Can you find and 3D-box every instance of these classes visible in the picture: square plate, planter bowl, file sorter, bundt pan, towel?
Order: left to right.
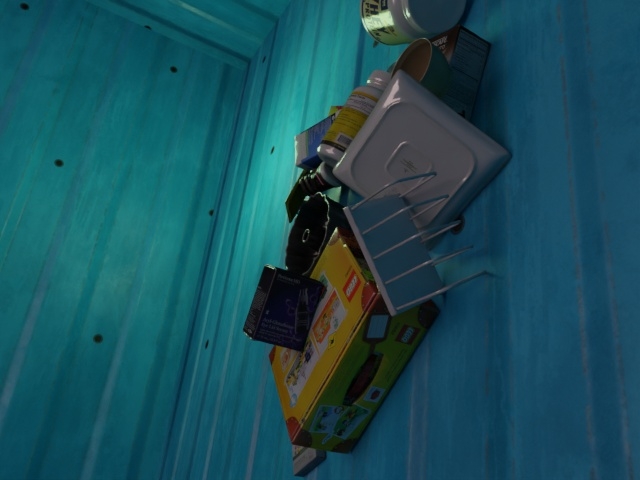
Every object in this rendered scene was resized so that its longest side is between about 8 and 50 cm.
[{"bbox_3d":[-0.078,-0.175,2.137,0.237,0.021,0.102,-64,-28,-45],"label":"towel"},{"bbox_3d":[0.000,0.000,2.014,0.331,0.124,0.330,-47,33,45],"label":"bundt pan"},{"bbox_3d":[0.234,-0.189,1.438,0.344,0.347,0.049,-55,-10,33],"label":"square plate"},{"bbox_3d":[0.224,-0.002,1.316,0.173,0.193,0.277,-35,76,48],"label":"file sorter"},{"bbox_3d":[0.272,-0.423,1.464,0.162,0.109,0.162,-40,40,45],"label":"planter bowl"}]

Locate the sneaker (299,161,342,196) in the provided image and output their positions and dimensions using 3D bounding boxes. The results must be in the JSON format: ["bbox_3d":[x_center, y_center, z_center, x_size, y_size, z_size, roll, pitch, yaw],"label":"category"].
[{"bbox_3d":[-0.006,-0.210,2.033,0.147,0.104,0.296,-27,3,10],"label":"sneaker"}]

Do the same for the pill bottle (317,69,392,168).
[{"bbox_3d":[0.147,-0.381,1.861,0.333,0.188,0.188,-58,24,-4],"label":"pill bottle"}]

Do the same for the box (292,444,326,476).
[{"bbox_3d":[-0.041,0.616,1.764,0.145,0.038,0.186,-52,29,37],"label":"box"}]

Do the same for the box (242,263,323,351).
[{"bbox_3d":[-0.107,0.188,1.592,0.108,0.153,0.206,14,86,66],"label":"box"}]

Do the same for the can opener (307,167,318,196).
[{"bbox_3d":[-0.007,-0.269,2.281,0.280,0.074,0.093,-57,27,29],"label":"can opener"}]

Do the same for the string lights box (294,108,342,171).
[{"bbox_3d":[0.019,-0.365,2.075,0.260,0.077,0.133,-21,63,41],"label":"string lights box"}]

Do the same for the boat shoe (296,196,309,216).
[{"bbox_3d":[-0.061,-0.126,2.260,0.258,0.109,0.088,-2,75,67],"label":"boat shoe"}]

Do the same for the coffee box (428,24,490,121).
[{"bbox_3d":[0.344,-0.421,1.583,0.168,0.119,0.296,0,74,65],"label":"coffee box"}]

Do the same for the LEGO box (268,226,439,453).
[{"bbox_3d":[0.063,0.271,1.595,0.499,0.193,0.372,-62,25,20],"label":"LEGO box"}]

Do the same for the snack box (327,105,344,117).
[{"bbox_3d":[0.087,-0.399,2.127,0.175,0.070,0.206,13,87,48],"label":"snack box"}]

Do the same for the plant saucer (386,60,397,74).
[{"bbox_3d":[0.257,-0.574,2.000,0.119,0.021,0.119,-47,33,44],"label":"plant saucer"}]

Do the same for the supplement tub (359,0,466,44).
[{"bbox_3d":[0.288,-0.749,1.797,0.235,0.236,0.325,-68,24,7],"label":"supplement tub"}]
